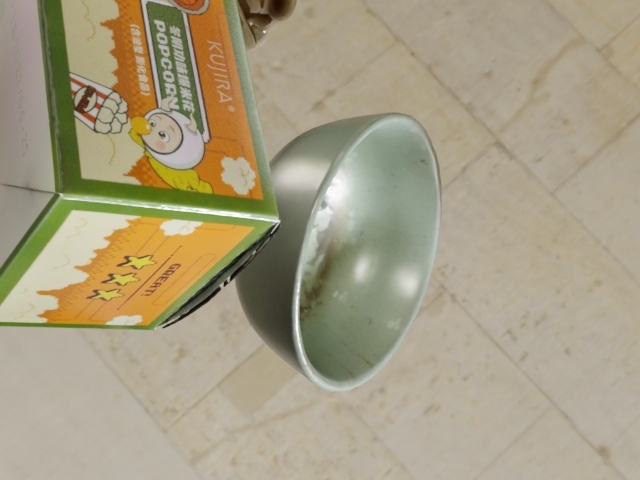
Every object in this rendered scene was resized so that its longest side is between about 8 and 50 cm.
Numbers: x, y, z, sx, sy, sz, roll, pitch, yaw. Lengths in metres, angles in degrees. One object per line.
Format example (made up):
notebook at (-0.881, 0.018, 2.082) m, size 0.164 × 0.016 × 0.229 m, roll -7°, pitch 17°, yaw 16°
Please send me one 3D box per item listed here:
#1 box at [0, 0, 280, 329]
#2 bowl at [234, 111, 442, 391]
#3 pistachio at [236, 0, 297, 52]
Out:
box at (-0.138, -0.063, 0.609) m, size 0.177 × 0.148 × 0.195 m, roll -39°, pitch -126°, yaw 45°
bowl at (0.000, 0.000, 0.989) m, size 0.146 × 0.289 × 0.289 m, roll 15°, pitch -27°, yaw 31°
pistachio at (-0.155, -0.379, 1.073) m, size 0.365 × 0.281 × 0.445 m, roll 52°, pitch -7°, yaw 27°
